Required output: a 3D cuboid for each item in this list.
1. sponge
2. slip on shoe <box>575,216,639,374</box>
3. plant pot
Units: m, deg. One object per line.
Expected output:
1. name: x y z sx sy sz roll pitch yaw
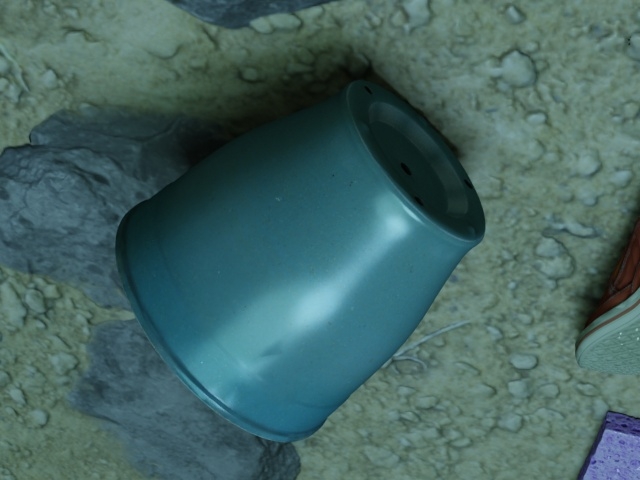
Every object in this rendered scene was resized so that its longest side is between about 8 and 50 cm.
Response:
1. sponge: 0.342 0.275 1.732 0.117 0.031 0.210 15 135 3
2. slip on shoe: 0.325 0.038 1.470 0.123 0.101 0.331 7 149 -6
3. plant pot: 0.000 0.000 1.429 0.255 0.271 0.272 -39 114 23
